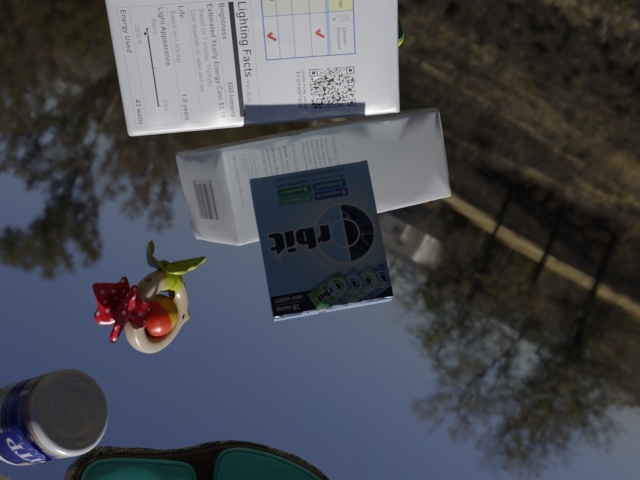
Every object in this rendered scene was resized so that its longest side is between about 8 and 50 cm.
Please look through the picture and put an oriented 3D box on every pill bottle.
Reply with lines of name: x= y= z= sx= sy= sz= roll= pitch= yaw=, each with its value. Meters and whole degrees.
pill bottle: x=-0.374 y=0.235 z=1.505 sx=0.112 sy=0.112 sz=0.186 roll=25 pitch=149 yaw=-38

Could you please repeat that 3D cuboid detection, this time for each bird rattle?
bird rattle: x=-0.317 y=0.126 z=2.201 sx=0.143 sy=0.253 sz=0.207 roll=9 pitch=131 yaw=24

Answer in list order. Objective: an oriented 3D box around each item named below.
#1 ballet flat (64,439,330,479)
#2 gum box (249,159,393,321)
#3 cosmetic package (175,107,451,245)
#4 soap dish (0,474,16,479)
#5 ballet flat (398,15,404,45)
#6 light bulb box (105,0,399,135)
ballet flat: x=-0.219 y=0.434 z=2.076 sx=0.483 sy=0.164 sz=0.182 roll=7 pitch=176 yaw=-16
gum box: x=0.000 y=0.000 z=1.493 sx=0.157 sy=0.184 sz=0.041 roll=-10 pitch=169 yaw=-5
cosmetic package: x=-0.008 y=-0.107 z=1.856 sx=0.385 sy=0.156 sz=0.217 roll=-15 pitch=-171 yaw=-25
soap dish: x=-0.487 y=0.544 z=2.074 sx=0.291 sy=0.118 sz=0.229 roll=5 pitch=144 yaw=47
ballet flat: x=0.108 y=-0.475 z=2.255 sx=0.077 sy=0.231 sz=0.077 roll=-11 pitch=171 yaw=-13
light bulb box: x=-0.090 y=-0.349 z=1.482 sx=0.361 sy=0.358 sz=0.225 roll=-5 pitch=-146 yaw=-2
